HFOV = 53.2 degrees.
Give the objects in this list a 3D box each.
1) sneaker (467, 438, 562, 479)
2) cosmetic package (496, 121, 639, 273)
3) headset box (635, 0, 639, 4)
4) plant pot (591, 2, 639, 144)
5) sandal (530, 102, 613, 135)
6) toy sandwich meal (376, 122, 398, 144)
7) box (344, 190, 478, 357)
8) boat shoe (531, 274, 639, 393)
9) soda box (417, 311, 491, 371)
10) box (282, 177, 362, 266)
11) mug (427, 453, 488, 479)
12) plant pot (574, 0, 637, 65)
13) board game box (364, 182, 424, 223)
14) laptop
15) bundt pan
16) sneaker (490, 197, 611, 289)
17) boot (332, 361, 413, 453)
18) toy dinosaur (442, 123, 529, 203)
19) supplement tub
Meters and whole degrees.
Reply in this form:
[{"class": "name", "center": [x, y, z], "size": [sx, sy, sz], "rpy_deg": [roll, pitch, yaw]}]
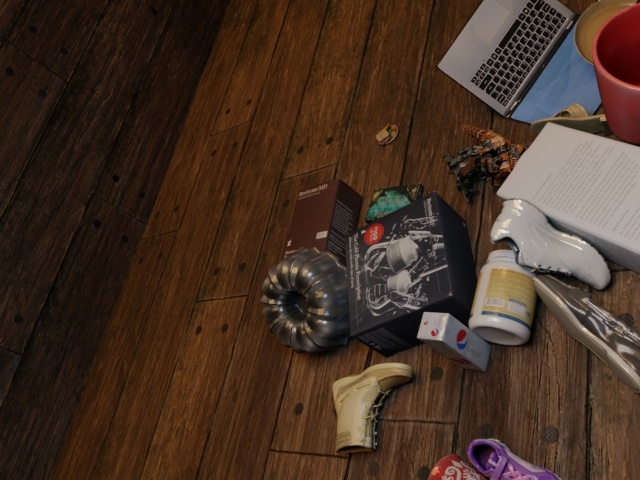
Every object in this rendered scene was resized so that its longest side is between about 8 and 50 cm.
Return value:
[{"class": "sneaker", "center": [0.404, 0.494, 1.355], "size": [0.236, 0.104, 0.095], "rpy_deg": [23, 79, 50]}, {"class": "cosmetic package", "center": [0.665, -0.093, 1.473], "size": [0.230, 0.161, 0.453], "rpy_deg": [-54, 39, 0]}, {"class": "headset box", "center": [0.915, -0.558, 1.548], "size": [0.283, 0.131, 0.246], "rpy_deg": [16, 74, 38]}, {"class": "plant pot", "center": [0.767, -0.368, 1.468], "size": [0.275, 0.243, 0.274], "rpy_deg": [-10, 57, 16]}, {"class": "sandal", "center": [0.682, -0.323, 1.675], "size": [0.240, 0.088, 0.079], "rpy_deg": [2, 62, 29]}, {"class": "toy sandwich meal", "center": [0.231, -0.372, 2.224], "size": [0.086, 0.029, 0.085], "rpy_deg": [-26, 47, 31]}, {"class": "box", "center": [0.246, 0.095, 1.749], "size": [0.313, 0.179, 0.343], "rpy_deg": [-26, 47, 28]}, {"class": "boat shoe", "center": [0.601, 0.180, 1.381], "size": [0.095, 0.112, 0.335], "rpy_deg": [-35, 51, -3]}, {"class": "soda box", "center": [0.324, 0.244, 1.528], "size": [0.074, 0.216, 0.069], "rpy_deg": [-2, 61, 44]}, {"class": "box", "center": [0.000, 0.000, 2.102], "size": [0.191, 0.143, 0.381], "rpy_deg": [-14, 52, 39]}, {"class": "mug", "center": [0.333, 0.568, 1.382], "size": [0.113, 0.150, 0.169], "rpy_deg": [-33, 32, -25]}, {"class": "plant pot", "center": [0.806, -0.551, 1.710], "size": [0.236, 0.032, 0.236], "rpy_deg": [-7, 70, 18]}, {"class": "board game box", "center": [0.234, -0.116, 2.036], "size": [0.186, 0.026, 0.126], "rpy_deg": [-3, 61, 44]}, {"class": "laptop", "center": [0.623, -0.551, 1.805], "size": [0.382, 0.408, 0.236], "rpy_deg": [-55, 5, -2]}, {"class": "bundt pan", "center": [-0.050, 0.189, 1.890], "size": [0.331, 0.124, 0.330], "rpy_deg": [8, 103, 36]}, {"class": "sneaker", "center": [0.526, 0.030, 1.481], "size": [0.297, 0.111, 0.129], "rpy_deg": [35, 79, 12]}, {"class": "boot", "center": [0.137, 0.440, 1.671], "size": [0.262, 0.095, 0.203], "rpy_deg": [-27, 45, 32]}, {"class": "toy dinosaur", "center": [0.478, -0.223, 1.810], "size": [0.218, 0.164, 0.322], "rpy_deg": [-29, 24, 7]}, {"class": "supplement tub", "center": [0.446, 0.137, 1.539], "size": [0.144, 0.144, 0.199], "rpy_deg": [-3, 60, 44]}]
